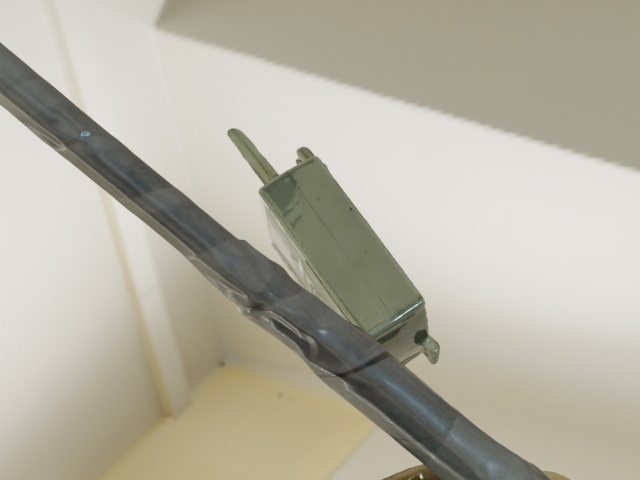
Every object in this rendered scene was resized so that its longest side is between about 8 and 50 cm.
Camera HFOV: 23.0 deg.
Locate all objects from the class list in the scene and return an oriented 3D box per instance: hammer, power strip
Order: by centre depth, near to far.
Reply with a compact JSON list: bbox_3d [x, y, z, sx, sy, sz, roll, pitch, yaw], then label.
[{"bbox_3d":[-0.046,0.003,0.708,0.427,0.152,0.044,39,-118,-3],"label":"hammer"},{"bbox_3d":[0.000,0.000,0.860,0.042,0.075,0.175,-33,-113,-9],"label":"power strip"}]

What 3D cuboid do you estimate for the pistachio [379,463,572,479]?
[{"bbox_3d":[0.088,0.190,0.826,0.200,0.145,0.117,11,177,-38],"label":"pistachio"}]
